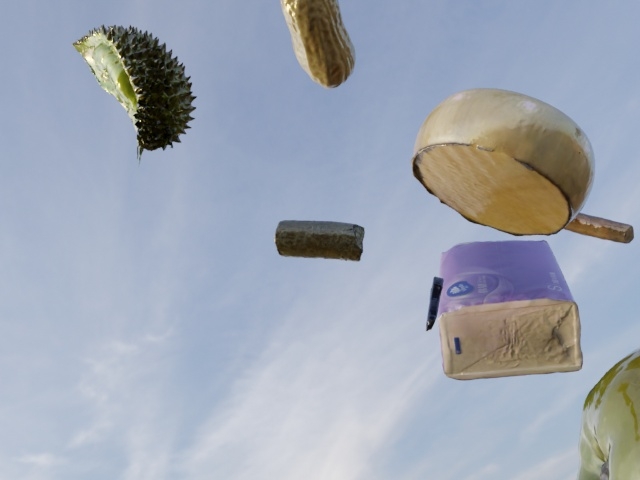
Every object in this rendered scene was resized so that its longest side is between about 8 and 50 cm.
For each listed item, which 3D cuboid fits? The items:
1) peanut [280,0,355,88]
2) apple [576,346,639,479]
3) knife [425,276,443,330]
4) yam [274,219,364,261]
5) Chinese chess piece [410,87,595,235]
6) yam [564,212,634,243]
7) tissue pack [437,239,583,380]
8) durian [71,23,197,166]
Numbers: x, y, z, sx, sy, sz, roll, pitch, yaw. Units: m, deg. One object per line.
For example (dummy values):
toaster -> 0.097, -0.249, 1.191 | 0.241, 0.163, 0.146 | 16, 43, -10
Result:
peanut -> -0.012, -0.526, 1.488 | 0.152, 0.152, 0.313 | -21, -54, 6
apple -> 0.329, 0.198, 0.445 | 0.254, 0.292, 0.292 | 8, -33, 10
knife -> 0.179, 0.100, 0.956 | 0.018, 0.121, 0.031 | 15, -54, 6
yam -> 0.000, 0.000, 0.641 | 0.094, 0.043, 0.043 | 3, -35, 1
Chinese chess piece -> 0.260, -0.108, 0.881 | 0.257, 0.104, 0.257 | 25, -15, 7
yam -> 0.607, -0.043, 1.426 | 0.056, 0.241, 0.057 | -23, -59, -44
tissue pack -> 0.355, 0.117, 1.191 | 0.242, 0.338, 0.160 | -6, -72, 13
durian -> -0.394, -0.347, 1.315 | 0.169, 0.352, 0.158 | -46, -18, 32
